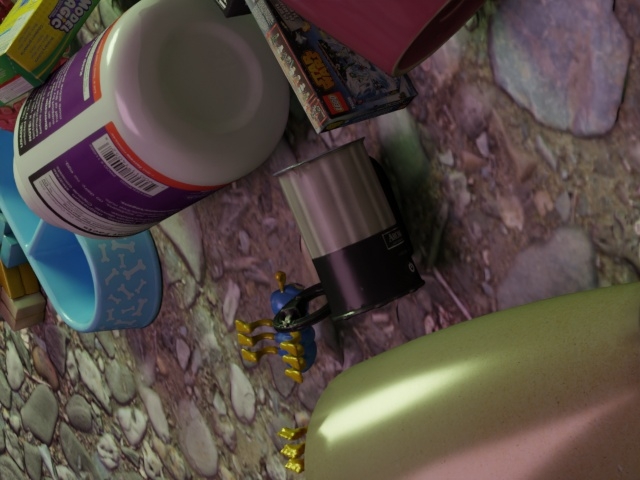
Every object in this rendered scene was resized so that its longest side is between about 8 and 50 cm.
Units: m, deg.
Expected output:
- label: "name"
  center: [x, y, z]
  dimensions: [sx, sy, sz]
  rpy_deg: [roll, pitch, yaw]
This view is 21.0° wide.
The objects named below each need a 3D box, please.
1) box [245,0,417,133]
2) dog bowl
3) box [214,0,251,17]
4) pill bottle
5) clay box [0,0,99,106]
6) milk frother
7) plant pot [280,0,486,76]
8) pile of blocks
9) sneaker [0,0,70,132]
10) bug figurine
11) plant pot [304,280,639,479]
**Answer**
- label: "box"
  center: [0.008, -0.161, 1.430]
  dimensions: [0.137, 0.094, 0.027]
  rpy_deg: [62, 145, 14]
- label: "dog bowl"
  center: [-0.283, -0.026, 1.932]
  dimensions: [0.297, 0.074, 0.166]
  rpy_deg: [59, 145, 18]
- label: "box"
  center: [-0.100, -0.386, 1.491]
  dimensions: [0.307, 0.076, 0.242]
  rpy_deg: [54, 143, 24]
- label: "pill bottle"
  center: [-0.176, -0.107, 1.642]
  dimensions: [0.323, 0.181, 0.182]
  rpy_deg: [-23, 86, 57]
- label: "clay box"
  center: [-0.257, -0.240, 1.713]
  dimensions: [0.053, 0.222, 0.127]
  rpy_deg: [40, 155, -20]
- label: "milk frother"
  center: [0.000, 0.000, 1.454]
  dimensions: [0.129, 0.143, 0.135]
  rpy_deg: [-29, -83, -79]
- label: "plant pot"
  center: [0.037, -0.229, 1.283]
  dimensions: [0.180, 0.201, 0.201]
  rpy_deg: [47, 142, 8]
- label: "pile of blocks"
  center: [-0.429, -0.059, 2.091]
  dimensions: [0.149, 0.112, 0.362]
  rpy_deg: [-14, 94, 57]
- label: "sneaker"
  center: [-0.356, -0.260, 1.900]
  dimensions: [0.112, 0.120, 0.299]
  rpy_deg: [138, 117, -70]
- label: "bug figurine"
  center: [0.044, 0.149, 1.549]
  dimensions: [0.279, 0.072, 0.216]
  rpy_deg: [22, 130, 43]
- label: "plant pot"
  center: [0.171, 0.143, 1.241]
  dimensions: [0.274, 0.256, 0.256]
  rpy_deg: [-38, 74, 38]
